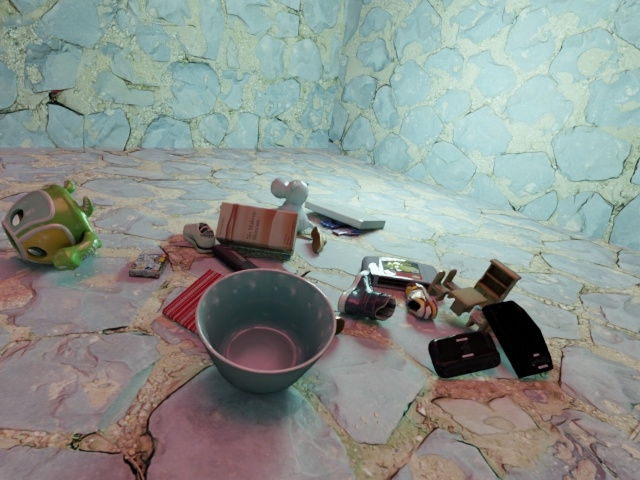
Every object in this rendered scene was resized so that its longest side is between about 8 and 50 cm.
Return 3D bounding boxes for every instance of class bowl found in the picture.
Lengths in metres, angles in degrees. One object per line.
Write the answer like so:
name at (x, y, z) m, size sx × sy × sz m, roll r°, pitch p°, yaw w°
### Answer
bowl at (-0.131, 0.225, 1.017) m, size 0.312 × 0.163 × 0.311 m, roll 9°, pitch 35°, yaw -6°

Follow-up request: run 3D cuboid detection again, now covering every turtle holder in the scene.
turtle holder at (-0.839, -0.018, 1.395) m, size 0.227 × 0.243 × 0.320 m, roll -31°, pitch 82°, yaw -37°

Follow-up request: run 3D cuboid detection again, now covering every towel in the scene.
towel at (-0.276, 0.189, 1.211) m, size 0.275 × 0.031 × 0.199 m, roll 20°, pitch 48°, yaw 30°

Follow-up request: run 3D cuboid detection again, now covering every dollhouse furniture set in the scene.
dollhouse furniture set at (0.518, 0.161, 1.428) m, size 0.242 × 0.161 × 0.212 m, roll -3°, pitch 36°, yaw -45°

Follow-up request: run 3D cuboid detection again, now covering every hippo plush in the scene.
hippo plush at (-0.145, -0.152, 1.942) m, size 0.294 × 0.236 × 0.234 m, roll 17°, pitch 22°, yaw 21°

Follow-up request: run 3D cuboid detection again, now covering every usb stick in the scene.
usb stick at (-0.292, 0.077, 1.556) m, size 0.077 × 0.045 × 0.278 m, roll -11°, pitch 28°, yaw -39°

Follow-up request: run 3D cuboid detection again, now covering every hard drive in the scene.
hard drive at (0.123, -0.134, 2.228) m, size 0.353 × 0.047 × 0.233 m, roll 23°, pitch 16°, yaw 35°

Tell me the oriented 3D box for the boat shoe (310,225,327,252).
boat shoe at (0.000, 0.000, 1.849) m, size 0.059 × 0.063 × 0.170 m, roll 31°, pitch 26°, yaw -23°

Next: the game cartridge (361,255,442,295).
game cartridge at (0.301, 0.126, 1.655) m, size 0.294 × 0.060 × 0.196 m, roll 9°, pitch 17°, yaw 0°

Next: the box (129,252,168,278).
box at (-0.567, 0.082, 1.461) m, size 0.094 × 0.027 × 0.137 m, roll 5°, pitch 21°, yaw -7°

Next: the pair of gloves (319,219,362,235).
pair of gloves at (0.101, -0.063, 2.106) m, size 0.159 × 0.023 × 0.198 m, roll -8°, pitch 25°, yaw -36°

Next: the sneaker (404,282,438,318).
sneaker at (0.312, 0.193, 1.456) m, size 0.084 × 0.069 × 0.185 m, roll 7°, pitch 19°, yaw -21°

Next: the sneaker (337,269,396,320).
sneaker at (0.173, 0.175, 1.403) m, size 0.164 × 0.086 × 0.226 m, roll 6°, pitch 28°, yaw 26°

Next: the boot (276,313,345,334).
boot at (-0.058, 0.213, 1.252) m, size 0.213 × 0.077 × 0.165 m, roll 1°, pitch 22°, yaw -32°

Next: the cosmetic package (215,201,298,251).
cosmetic package at (-0.239, -0.046, 1.701) m, size 0.296 × 0.153 × 0.129 m, roll 7°, pitch -12°, yaw 0°

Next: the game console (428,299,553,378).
game console at (0.457, 0.282, 1.207) m, size 0.362 × 0.044 × 0.213 m, roll -6°, pitch 54°, yaw -19°

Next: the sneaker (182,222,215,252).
sneaker at (-0.468, -0.033, 1.709) m, size 0.090 × 0.094 × 0.235 m, roll -10°, pitch 26°, yaw -37°
